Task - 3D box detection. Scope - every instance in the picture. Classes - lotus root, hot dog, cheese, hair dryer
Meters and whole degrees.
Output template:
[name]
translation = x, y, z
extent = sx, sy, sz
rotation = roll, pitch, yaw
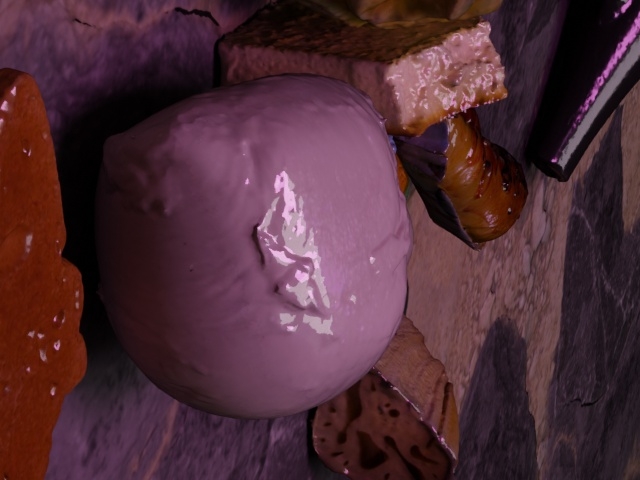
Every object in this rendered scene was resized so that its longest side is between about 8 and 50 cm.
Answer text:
[lotus root]
translation = 0.047, 0.129, 1.483
extent = 0.159, 0.095, 0.135
rotation = 57, 24, -5
[hot dog]
translation = 0.090, -0.090, 1.393
extent = 0.270, 0.082, 0.162
rotation = 50, 16, -69
[cheese]
translation = -0.038, 0.007, 1.047
extent = 0.198, 0.154, 0.189
rotation = -20, 98, -55
[hair dryer]
translation = 0.252, -0.254, 1.840
extent = 0.304, 0.120, 0.359
rotation = -57, 145, -13

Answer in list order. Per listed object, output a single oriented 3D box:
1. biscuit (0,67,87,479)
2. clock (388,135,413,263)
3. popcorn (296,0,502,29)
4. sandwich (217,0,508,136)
[biscuit]
translation = -0.165, 0.055, 0.908
extent = 0.183, 0.043, 0.280
rotation = -34, 129, -67
[clock]
translation = 0.000, 0.000, 1.238
extent = 0.231, 0.103, 0.144
rotation = -48, 147, -51
[popcorn]
translation = 0.034, -0.215, 1.102
extent = 0.187, 0.167, 0.185
rotation = -54, 145, -56
[sandwich]
translation = 0.045, -0.124, 1.195
extent = 0.193, 0.162, 0.058
rotation = -47, 141, -57
